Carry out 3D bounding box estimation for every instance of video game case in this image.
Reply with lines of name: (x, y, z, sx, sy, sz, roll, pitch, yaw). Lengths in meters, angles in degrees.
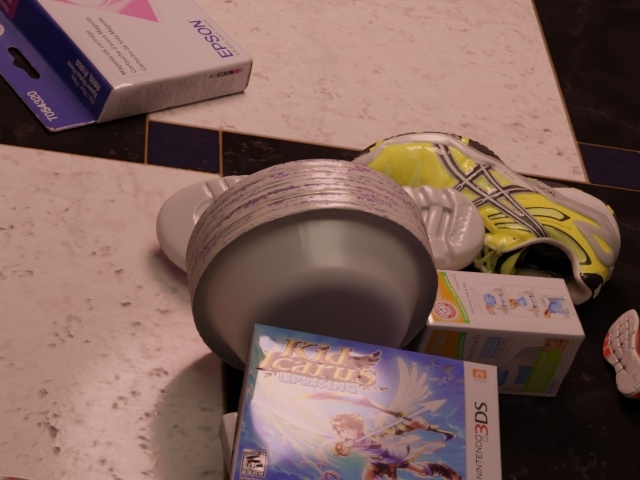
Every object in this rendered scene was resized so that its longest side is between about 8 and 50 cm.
video game case: (0.048, 0.203, 1.612, 0.269, 0.061, 0.244, 10, 36, -4)

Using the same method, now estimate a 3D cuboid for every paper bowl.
paper bowl: (-0.007, 0.057, 1.806, 0.284, 0.284, 0.148, 4, 44, -15)

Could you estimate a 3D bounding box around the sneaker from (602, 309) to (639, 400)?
sneaker: (0.407, 0.156, 2.029, 0.065, 0.061, 0.158, 34, 34, -22)

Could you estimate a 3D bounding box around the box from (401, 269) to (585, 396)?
box: (0.201, 0.113, 1.945, 0.203, 0.114, 0.103, 5, 41, -15)

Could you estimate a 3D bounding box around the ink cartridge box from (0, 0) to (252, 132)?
ink cartridge box: (-0.321, -0.302, 2.314, 0.330, 0.071, 0.324, -16, 48, -36)

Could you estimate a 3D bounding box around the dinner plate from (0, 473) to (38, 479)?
dinner plate: (-0.319, 0.296, 1.617, 0.141, 0.017, 0.141, 10, 38, -8)

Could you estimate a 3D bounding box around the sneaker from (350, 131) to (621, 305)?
sneaker: (0.214, -0.031, 2.107, 0.385, 0.145, 0.147, 16, 38, 2)

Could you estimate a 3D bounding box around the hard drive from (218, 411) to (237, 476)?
hard drive: (0.025, 0.289, 1.577, 0.203, 0.040, 0.307, 0, 40, -17)

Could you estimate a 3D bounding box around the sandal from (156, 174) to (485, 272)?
sandal: (0.000, 0.013, 2.017, 0.416, 0.102, 0.169, 2, 55, -2)
